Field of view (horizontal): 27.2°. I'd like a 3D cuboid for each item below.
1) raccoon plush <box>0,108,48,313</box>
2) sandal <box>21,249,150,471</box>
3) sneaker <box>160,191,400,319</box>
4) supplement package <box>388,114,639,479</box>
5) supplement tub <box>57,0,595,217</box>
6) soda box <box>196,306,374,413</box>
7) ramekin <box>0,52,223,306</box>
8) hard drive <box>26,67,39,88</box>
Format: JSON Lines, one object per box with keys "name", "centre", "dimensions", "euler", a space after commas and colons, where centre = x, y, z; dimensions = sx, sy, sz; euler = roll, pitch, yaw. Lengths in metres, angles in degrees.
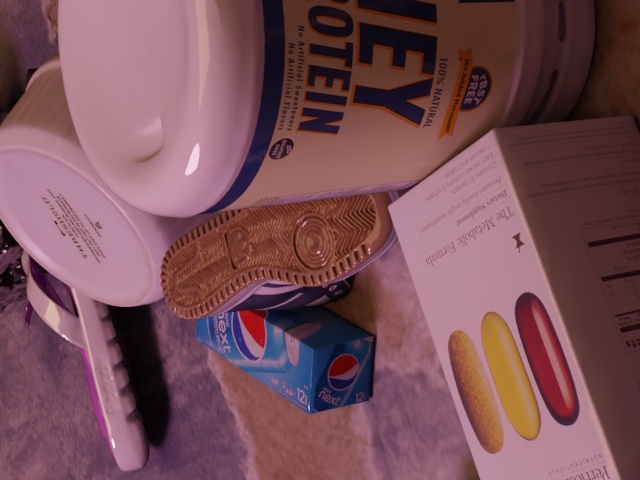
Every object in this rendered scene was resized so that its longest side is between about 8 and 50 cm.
{"name": "raccoon plush", "centre": [-0.562, -0.028, 1.734], "dimensions": [0.299, 0.446, 0.216], "euler": [54, 153, 15]}
{"name": "sandal", "centre": [-0.310, 0.085, 1.601], "dimensions": [0.169, 0.102, 0.416], "euler": [98, 151, -70]}
{"name": "sneaker", "centre": [0.000, 0.000, 1.149], "dimensions": [0.282, 0.153, 0.099], "euler": [-21, 78, 45]}
{"name": "supplement package", "centre": [0.168, 0.055, 0.904], "dimensions": [0.139, 0.134, 0.244], "euler": [-38, 66, 53]}
{"name": "supplement tub", "centre": [0.007, -0.146, 0.927], "dimensions": [0.235, 0.325, 0.235], "euler": [18, 112, 54]}
{"name": "soda box", "centre": [-0.039, 0.094, 1.275], "dimensions": [0.210, 0.071, 0.067], "euler": [25, 117, 52]}
{"name": "ramekin", "centre": [-0.217, -0.051, 1.345], "dimensions": [0.273, 0.127, 0.273], "euler": [24, 143, 19]}
{"name": "hard drive", "centre": [-0.314, -0.144, 1.567], "dimensions": [0.135, 0.022, 0.094], "euler": [28, 120, 50]}
